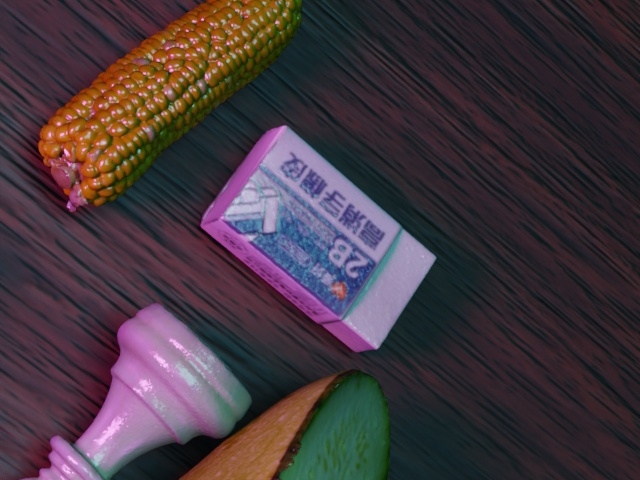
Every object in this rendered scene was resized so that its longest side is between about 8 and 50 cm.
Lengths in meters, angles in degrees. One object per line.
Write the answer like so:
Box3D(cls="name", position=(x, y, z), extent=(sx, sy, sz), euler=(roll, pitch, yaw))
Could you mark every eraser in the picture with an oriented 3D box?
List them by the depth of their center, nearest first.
Box3D(cls="eraser", position=(0.000, 0.000, 1.589), extent=(0.210, 0.068, 0.124), euler=(41, 67, -16))

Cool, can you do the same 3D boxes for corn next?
Box3D(cls="corn", position=(-0.138, -0.151, 1.531), extent=(0.313, 0.102, 0.102), euler=(-44, 102, -28))

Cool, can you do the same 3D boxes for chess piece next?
Box3D(cls="chess piece", position=(-0.199, 0.194, 1.447), extent=(0.271, 0.139, 0.139), euler=(-45, 102, -12))

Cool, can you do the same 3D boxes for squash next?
Box3D(cls="squash", position=(-0.014, 0.265, 1.466), extent=(0.309, 0.210, 0.233), euler=(-33, 128, -22))
